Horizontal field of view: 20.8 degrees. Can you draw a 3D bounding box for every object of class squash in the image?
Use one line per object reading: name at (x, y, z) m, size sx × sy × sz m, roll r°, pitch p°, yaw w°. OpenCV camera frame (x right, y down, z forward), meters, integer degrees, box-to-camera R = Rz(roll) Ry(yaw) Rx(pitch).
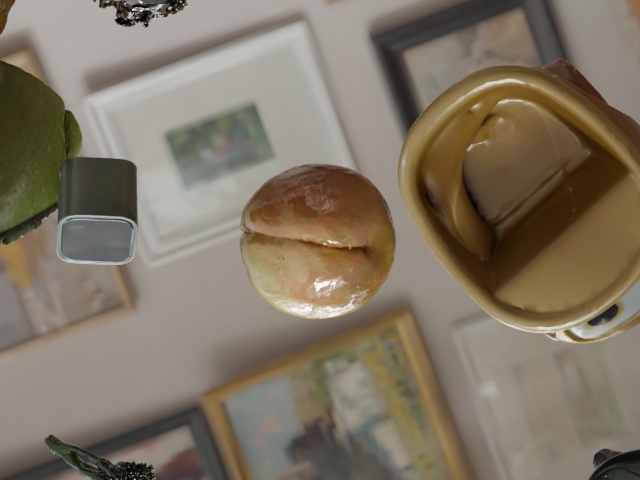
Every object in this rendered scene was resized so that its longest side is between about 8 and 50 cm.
squash at (-0.415, -0.043, 1.934) m, size 0.210 × 0.234 × 0.309 m, roll 80°, pitch -166°, yaw -46°

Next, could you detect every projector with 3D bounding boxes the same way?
projector at (-0.236, -0.031, 1.845) m, size 0.083 × 0.083 × 0.082 m, roll 105°, pitch 164°, yaw -51°

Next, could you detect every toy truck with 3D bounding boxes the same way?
toy truck at (0.210, -0.034, 1.581) m, size 0.288 × 0.204 × 0.211 m, roll 47°, pitch -166°, yaw -2°

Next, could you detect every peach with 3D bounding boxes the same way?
peach at (0.000, 0.000, 1.970) m, size 0.184 × 0.184 × 0.184 m, roll -21°, pitch -90°, yaw -88°

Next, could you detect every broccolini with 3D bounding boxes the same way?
broccolini at (-0.257, 0.265, 2.052) m, size 0.201 × 0.058 × 0.074 m, roll 29°, pitch 103°, yaw 51°

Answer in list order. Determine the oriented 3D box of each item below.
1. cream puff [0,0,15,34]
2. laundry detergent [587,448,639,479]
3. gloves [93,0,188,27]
cream puff at (-0.441, -0.263, 1.855) m, size 0.269 × 0.241 × 0.154 m, roll -45°, pitch -32°, yaw -62°
laundry detergent at (0.306, 0.238, 1.602) m, size 0.222 × 0.144 × 0.078 m, roll -155°, pitch 58°, yaw -62°
gloves at (-0.159, -0.311, 1.733) m, size 0.312 × 0.135 × 0.210 m, roll -177°, pitch 103°, yaw -80°
